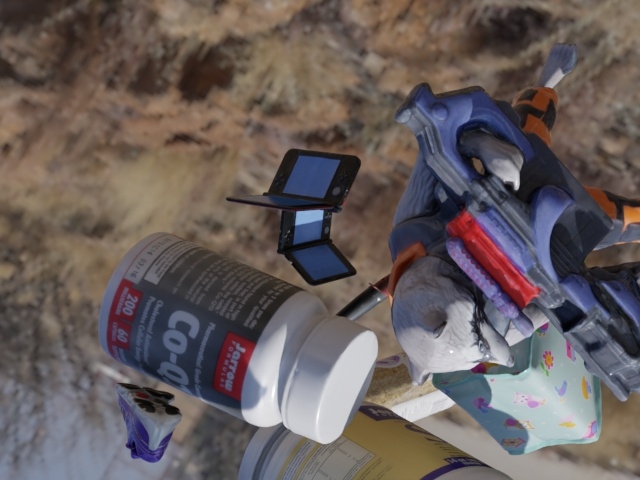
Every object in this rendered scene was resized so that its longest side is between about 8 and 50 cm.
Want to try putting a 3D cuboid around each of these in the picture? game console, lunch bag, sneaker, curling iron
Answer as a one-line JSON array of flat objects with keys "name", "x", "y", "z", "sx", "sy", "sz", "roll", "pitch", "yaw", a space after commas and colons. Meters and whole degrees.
[{"name": "game console", "x": 0.000, "y": 0.000, "z": 2.202, "sx": 0.071, "sy": 0.107, "sz": 0.122, "roll": 15, "pitch": -164, "yaw": 33}, {"name": "lunch bag", "x": 0.255, "y": 0.105, "z": 1.895, "sx": 0.160, "sy": 0.262, "sz": 0.223, "roll": -13, "pitch": 142, "yaw": 29}, {"name": "sneaker", "x": -0.198, "y": 0.201, "z": 1.657, "sx": 0.068, "sy": 0.071, "sz": 0.170, "roll": 15, "pitch": -176, "yaw": -12}, {"name": "game console", "x": -0.037, "y": -0.084, "z": 2.062, "sx": 0.144, "sy": 0.124, "sz": 0.085, "roll": 10, "pitch": 160, "yaw": 43}, {"name": "curling iron", "x": 0.092, "y": 0.070, "z": 2.231, "sx": 0.035, "sy": 0.274, "sz": 0.068, "roll": 56, "pitch": 177, "yaw": 3}]

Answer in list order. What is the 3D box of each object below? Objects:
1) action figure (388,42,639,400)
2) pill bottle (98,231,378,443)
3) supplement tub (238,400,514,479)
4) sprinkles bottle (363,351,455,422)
[{"name": "action figure", "x": 0.182, "y": 0.023, "z": 1.158, "sx": 0.341, "sy": 0.330, "sz": 0.178, "roll": 55, "pitch": 140, "yaw": 3}, {"name": "pill bottle", "x": -0.091, "y": 0.110, "z": 1.684, "sx": 0.283, "sy": 0.161, "sz": 0.161, "roll": 22, "pitch": 172, "yaw": 22}, {"name": "supplement tub", "x": 0.073, "y": 0.334, "z": 1.806, "sx": 0.241, "sy": 0.241, "sz": 0.331, "roll": 34, "pitch": 174, "yaw": -39}, {"name": "sprinkles bottle", "x": 0.122, "y": 0.252, "z": 2.501, "sx": 0.355, "sy": 0.121, "sz": 0.121, "roll": -17, "pitch": -158, "yaw": -30}]
